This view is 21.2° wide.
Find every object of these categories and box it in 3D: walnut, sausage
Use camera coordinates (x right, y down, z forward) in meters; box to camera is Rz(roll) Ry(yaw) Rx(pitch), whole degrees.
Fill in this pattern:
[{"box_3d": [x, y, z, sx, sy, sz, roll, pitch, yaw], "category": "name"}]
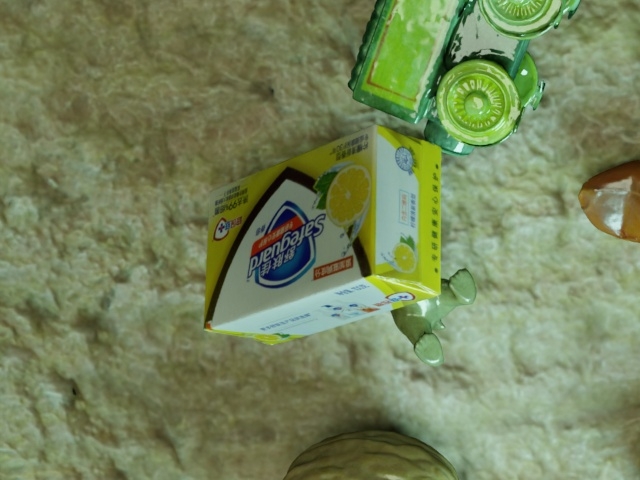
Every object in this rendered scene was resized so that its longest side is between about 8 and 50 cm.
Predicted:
[{"box_3d": [0.060, 0.304, 1.867, 0.213, 0.213, 0.213, 4, 106, 13], "category": "walnut"}, {"box_3d": [0.357, -0.037, 1.756, 0.179, 0.089, 0.089, 9, 107, 15], "category": "sausage"}]

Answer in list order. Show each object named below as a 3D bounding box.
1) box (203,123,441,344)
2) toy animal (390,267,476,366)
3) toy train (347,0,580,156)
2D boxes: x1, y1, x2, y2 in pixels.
[{"box_3d": [0.000, 0.000, 1.753, 0.265, 0.097, 0.168, -18, 62, 45], "category": "box"}, {"box_3d": [0.076, 0.025, 1.837, 0.103, 0.101, 0.218, -41, 99, -13], "category": "toy animal"}, {"box_3d": [0.147, -0.221, 1.716, 0.188, 0.159, 0.271, 24, 112, 9], "category": "toy train"}]
